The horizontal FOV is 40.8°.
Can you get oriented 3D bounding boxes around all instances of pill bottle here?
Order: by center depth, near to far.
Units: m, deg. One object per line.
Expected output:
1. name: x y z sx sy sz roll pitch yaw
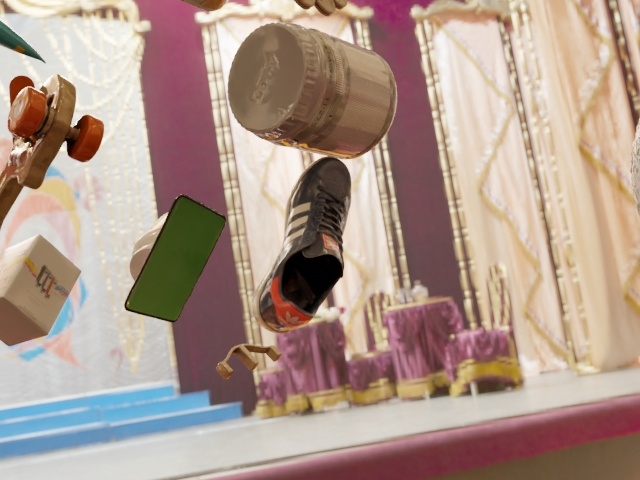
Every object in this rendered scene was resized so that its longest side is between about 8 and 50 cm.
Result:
1. pill bottle: -0.360 0.026 2.017 0.136 0.137 0.246 -11 16 11

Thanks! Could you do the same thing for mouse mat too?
1. mouse mat: -0.217 0.031 1.306 0.007 0.190 0.152 26 -3 26

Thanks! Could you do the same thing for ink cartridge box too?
1. ink cartridge box: -0.604 0.101 1.761 0.128 0.176 0.127 -18 -53 32

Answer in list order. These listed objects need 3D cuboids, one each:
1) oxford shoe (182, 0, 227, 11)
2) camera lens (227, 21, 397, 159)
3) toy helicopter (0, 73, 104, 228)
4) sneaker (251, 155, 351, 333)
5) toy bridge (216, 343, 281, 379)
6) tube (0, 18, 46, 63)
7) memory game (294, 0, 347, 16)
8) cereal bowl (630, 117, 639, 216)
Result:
1. oxford shoe: -0.353 -0.570 1.727 0.449 0.130 0.169 27 42 23
2. camera lens: -0.008 -0.274 1.601 0.219 0.220 0.274 -16 -14 39
3. toy helicopter: -0.539 -0.141 1.530 0.140 0.235 0.355 23 -70 -38
4. sneaker: 0.000 0.000 1.526 0.131 0.350 0.148 27 -21 -24
5. toy bridge: -0.166 0.262 1.931 0.188 0.063 0.026 -12 -42 -53
6. tube: -0.524 -0.339 1.366 0.052 0.080 0.207 -51 -22 4
7. memory game: -0.032 -0.335 0.973 0.012 0.186 0.186 -30 -19 34
8. cereal bowl: 0.516 -0.085 0.990 0.338 0.339 0.141 -9 3 -1
